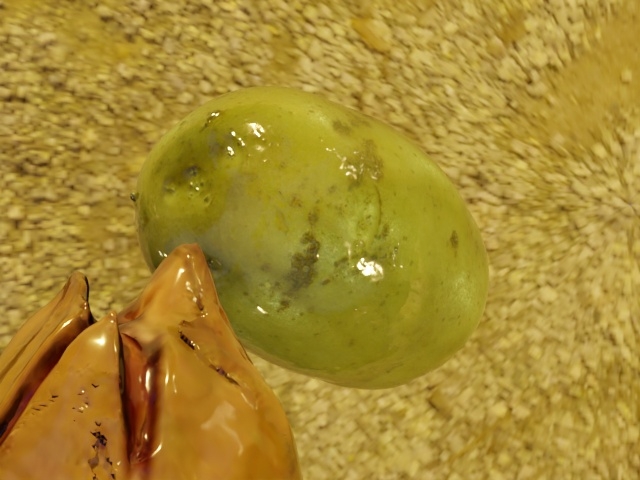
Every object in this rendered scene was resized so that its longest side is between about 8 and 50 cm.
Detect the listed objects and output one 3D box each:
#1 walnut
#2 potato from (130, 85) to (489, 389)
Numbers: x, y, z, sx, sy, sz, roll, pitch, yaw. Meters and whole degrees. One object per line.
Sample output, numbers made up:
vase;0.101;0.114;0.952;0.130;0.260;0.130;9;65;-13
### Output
walnut;-0.068;0.121;0.471;0.137;0.137;0.245;6;79;12
potato;-0.001;0.002;1.160;0.304;0.216;0.216;37;100;-24
